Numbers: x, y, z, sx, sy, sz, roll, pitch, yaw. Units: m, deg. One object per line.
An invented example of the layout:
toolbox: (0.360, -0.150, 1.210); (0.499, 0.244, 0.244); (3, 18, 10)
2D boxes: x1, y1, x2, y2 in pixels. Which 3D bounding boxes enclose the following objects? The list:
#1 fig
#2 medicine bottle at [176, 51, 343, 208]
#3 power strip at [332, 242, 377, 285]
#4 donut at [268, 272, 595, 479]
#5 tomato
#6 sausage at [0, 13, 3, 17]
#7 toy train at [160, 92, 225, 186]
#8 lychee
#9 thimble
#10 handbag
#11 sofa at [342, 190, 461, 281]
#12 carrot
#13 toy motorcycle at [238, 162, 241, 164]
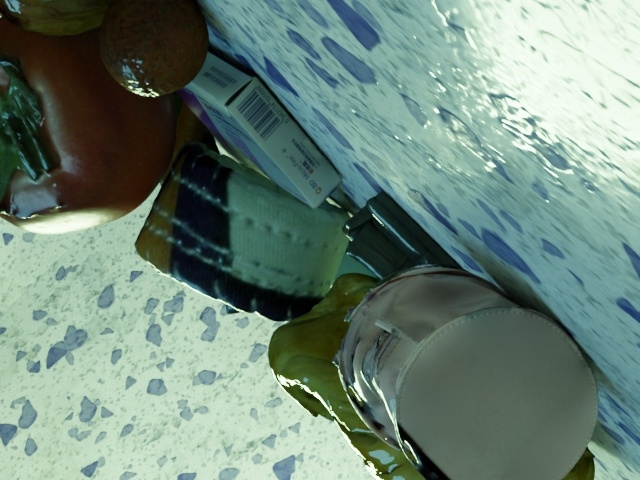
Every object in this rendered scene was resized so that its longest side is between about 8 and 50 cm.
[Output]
fig: (-0.224, -0.247, 1.546); (0.201, 0.134, 0.146); (26, -160, 15)
medicine bottle: (-0.081, -0.130, 1.622); (0.171, 0.052, 0.201); (48, 172, -38)
power strip: (0.000, 0.000, 1.983); (0.253, 0.054, 0.167); (45, 177, 2)
donut: (0.116, 0.177, 1.647); (0.360, 0.170, 0.360); (38, -176, -4)
tomato: (-0.280, -0.131, 1.712); (0.256, 0.256, 0.224); (43, -156, 18)
sausage: (-0.341, -0.327, 1.665); (0.501, 0.123, 0.136); (56, -165, -77)
toy train: (-0.155, -0.096, 1.925); (0.137, 0.090, 0.225); (-88, -18, -76)
lychee: (-0.154, -0.196, 1.464); (0.114, 0.140, 0.101); (41, 144, -22)
thimble: (-0.081, -0.006, 1.765); (0.237, 0.150, 0.237); (24, -173, -3)
handbag: (0.125, 0.122, 1.342); (0.205, 0.179, 0.116); (48, 180, -25)
sofa: (0.084, 0.026, 1.496); (0.147, 0.060, 0.085); (45, 174, 0)
carrot: (-0.162, -0.077, 1.836); (0.043, 0.248, 0.043); (13, -164, -4)
toy motorcycle: (-0.076, 0.011, 2.220); (0.207, 0.134, 0.401); (48, 175, -32)
